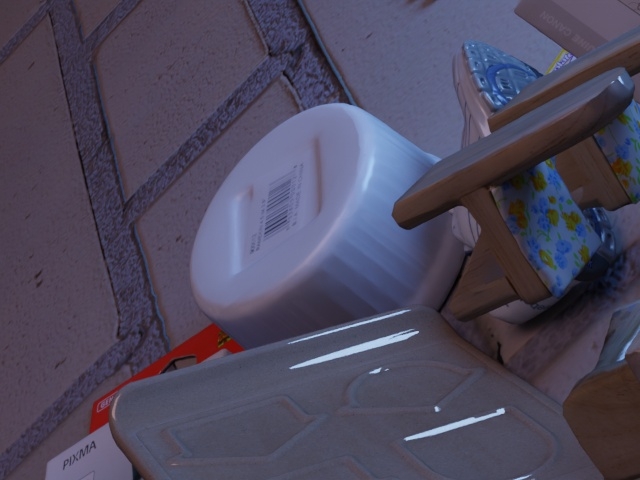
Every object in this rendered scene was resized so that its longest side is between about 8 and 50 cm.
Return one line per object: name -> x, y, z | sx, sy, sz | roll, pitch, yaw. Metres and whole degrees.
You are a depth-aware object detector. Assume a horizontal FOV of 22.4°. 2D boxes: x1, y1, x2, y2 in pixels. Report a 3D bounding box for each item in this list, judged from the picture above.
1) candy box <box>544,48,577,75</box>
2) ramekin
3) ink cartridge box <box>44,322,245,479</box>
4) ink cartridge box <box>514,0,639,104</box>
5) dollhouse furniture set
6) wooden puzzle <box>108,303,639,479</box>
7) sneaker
candy box -> 0.254, -0.155, 1.497 | 0.206, 0.027, 0.105 | -55, 30, -4
ramekin -> 0.000, 0.000, 1.569 | 0.277, 0.135, 0.277 | -33, 36, 28
ink cartridge box -> -0.177, 0.189, 1.685 | 0.275, 0.060, 0.239 | -34, 37, 28
ink cartridge box -> 0.334, -0.206, 1.239 | 0.296, 0.066, 0.261 | 40, 119, 18
dollhouse furniture set -> 0.306, 0.010, 0.963 | 0.256, 0.362, 0.394 | -27, 9, 38
wooden puzzle -> 0.036, 0.182, 1.262 | 0.322, 0.080, 0.348 | -15, 27, -21
sneaker -> 0.156, -0.059, 1.425 | 0.129, 0.111, 0.297 | -50, 36, 37
